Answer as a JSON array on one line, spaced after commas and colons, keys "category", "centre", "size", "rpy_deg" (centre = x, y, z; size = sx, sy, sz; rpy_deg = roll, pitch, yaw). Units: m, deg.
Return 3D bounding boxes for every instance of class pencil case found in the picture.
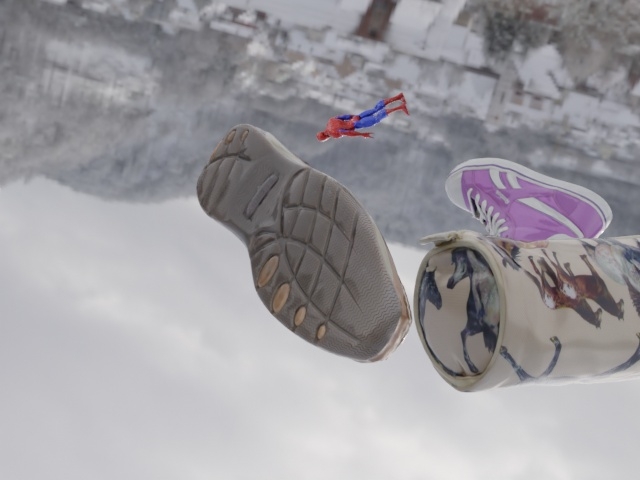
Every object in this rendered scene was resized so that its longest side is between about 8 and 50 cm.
[{"category": "pencil case", "centre": [0.303, 0.063, 1.099], "size": [0.411, 0.183, 0.160], "rpy_deg": [-1, 162, -24]}]

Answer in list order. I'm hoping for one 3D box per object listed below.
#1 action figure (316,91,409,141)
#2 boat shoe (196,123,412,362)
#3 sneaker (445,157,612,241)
[{"category": "action figure", "centre": [0.049, -0.142, 1.214], "size": [0.115, 0.030, 0.038], "rpy_deg": [-17, -131, 11]}, {"category": "boat shoe", "centre": [0.000, 0.000, 0.904], "size": [0.116, 0.123, 0.324], "rpy_deg": [31, -165, -38]}, {"category": "sneaker", "centre": [0.266, -0.031, 1.500], "size": [0.282, 0.102, 0.161], "rpy_deg": [18, -126, 46]}]
